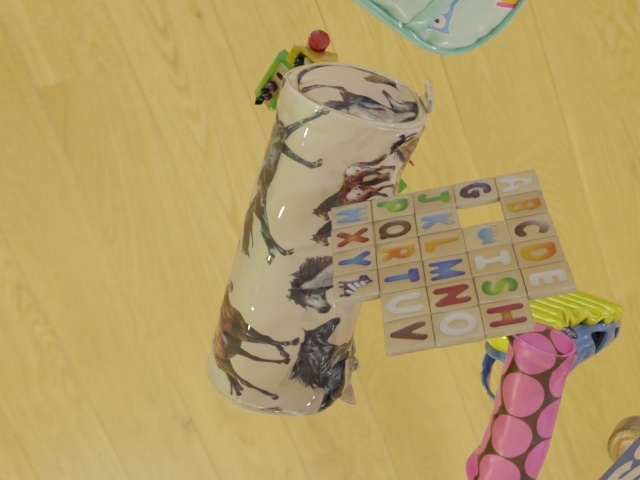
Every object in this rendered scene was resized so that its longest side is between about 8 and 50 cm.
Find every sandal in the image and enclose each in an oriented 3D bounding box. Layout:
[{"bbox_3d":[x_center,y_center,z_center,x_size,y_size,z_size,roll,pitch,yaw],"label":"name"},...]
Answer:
[{"bbox_3d":[0.299,0.139,1.487,0.126,0.317,0.138,19,108,37],"label":"sandal"}]

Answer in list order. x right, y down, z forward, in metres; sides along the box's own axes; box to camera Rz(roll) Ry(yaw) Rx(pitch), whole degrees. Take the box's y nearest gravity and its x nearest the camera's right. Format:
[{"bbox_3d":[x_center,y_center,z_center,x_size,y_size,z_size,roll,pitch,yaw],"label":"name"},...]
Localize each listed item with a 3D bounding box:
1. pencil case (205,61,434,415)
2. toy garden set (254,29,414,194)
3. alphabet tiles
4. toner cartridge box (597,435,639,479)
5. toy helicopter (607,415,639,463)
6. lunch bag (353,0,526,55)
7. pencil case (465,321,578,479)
[{"bbox_3d":[0.000,0.000,1.279,0.184,0.160,0.410,7,115,-21],"label":"pencil case"},{"bbox_3d":[0.016,-0.147,1.471,0.244,0.204,0.049,48,63,1],"label":"toy garden set"},{"bbox_3d":[0.108,0.015,0.971,0.198,0.237,0.009,-10,122,6],"label":"alphabet tiles"},{"bbox_3d":[0.400,0.142,0.972,0.348,0.165,0.075,-39,99,-23],"label":"toner cartridge box"},{"bbox_3d":[0.478,0.190,1.335,0.235,0.140,0.355,47,132,-6],"label":"toy helicopter"},{"bbox_3d":[0.104,-0.281,0.770,0.224,0.108,0.279,35,111,-16],"label":"lunch bag"},{"bbox_3d":[0.225,0.193,1.273,0.095,0.098,0.209,4,112,-26],"label":"pencil case"}]
